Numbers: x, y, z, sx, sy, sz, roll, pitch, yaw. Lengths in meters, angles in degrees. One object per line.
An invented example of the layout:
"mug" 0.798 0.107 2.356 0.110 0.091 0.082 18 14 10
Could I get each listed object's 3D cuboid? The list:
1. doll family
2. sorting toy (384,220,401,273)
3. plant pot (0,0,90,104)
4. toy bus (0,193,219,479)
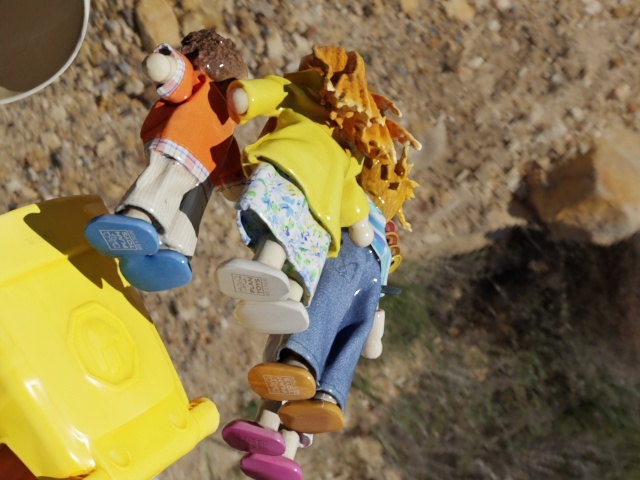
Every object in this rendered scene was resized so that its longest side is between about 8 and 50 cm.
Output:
"doll family" 0.000 0.000 0.651 0.118 0.163 0.263 -1 139 22
"sorting toy" 0.026 0.028 1.001 0.102 0.042 0.061 -52 152 16
"plant pot" -0.339 -0.285 1.163 0.284 0.191 0.284 1 140 1
"toy bus" -0.157 0.115 0.625 0.220 0.149 0.211 -36 87 29
